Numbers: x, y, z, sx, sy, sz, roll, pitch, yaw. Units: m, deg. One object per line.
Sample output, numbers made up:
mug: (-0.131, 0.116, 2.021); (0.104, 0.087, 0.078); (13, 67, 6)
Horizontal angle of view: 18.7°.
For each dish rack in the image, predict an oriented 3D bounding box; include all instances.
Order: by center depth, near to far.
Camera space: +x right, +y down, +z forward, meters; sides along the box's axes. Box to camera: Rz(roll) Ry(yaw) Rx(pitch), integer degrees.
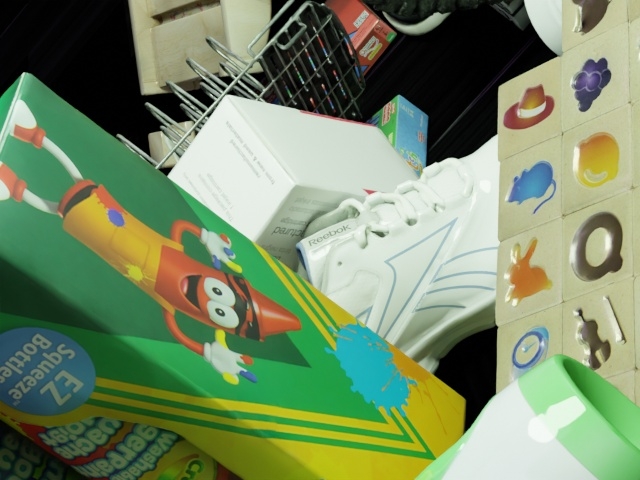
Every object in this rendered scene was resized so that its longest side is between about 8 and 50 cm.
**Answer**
dish rack: (-0.080, -0.062, 1.467); (0.074, 0.208, 0.271); (37, 79, 25)

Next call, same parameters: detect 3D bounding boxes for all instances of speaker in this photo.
speaker: (0.067, 0.204, 1.037); (0.296, 0.131, 0.131); (-49, 24, 12)

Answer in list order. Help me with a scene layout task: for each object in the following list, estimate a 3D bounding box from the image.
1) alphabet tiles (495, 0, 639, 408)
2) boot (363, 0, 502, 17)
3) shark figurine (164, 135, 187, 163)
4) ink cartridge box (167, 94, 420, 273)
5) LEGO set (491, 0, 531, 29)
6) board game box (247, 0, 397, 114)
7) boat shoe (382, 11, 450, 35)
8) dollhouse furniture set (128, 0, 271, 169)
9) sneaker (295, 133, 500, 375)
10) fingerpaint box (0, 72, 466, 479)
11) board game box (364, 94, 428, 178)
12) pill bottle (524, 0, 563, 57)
alphabet tiles: (0.204, -0.038, 1.127); (0.285, 0.011, 0.342); (-25, 53, 46)
boot: (0.154, -0.320, 1.447); (0.348, 0.131, 0.260); (-28, 44, 9)
shark figurine: (-0.148, 0.068, 1.581); (0.278, 0.116, 0.166); (-64, 17, 15)
ink cartridge box: (-0.053, 0.024, 1.400); (0.237, 0.172, 0.100); (-52, 56, 23)
LEGO set: (0.119, -0.253, 1.568); (0.087, 0.093, 0.227); (-48, 56, 1)
board game box: (-0.044, -0.104, 1.791); (0.281, 0.027, 0.145); (-51, 22, 8)
boat shoe: (0.062, -0.297, 1.740); (0.127, 0.113, 0.340); (-43, 26, 24)
dollhouse furniture set: (-0.040, -0.250, 1.753); (0.303, 0.174, 0.355); (-1, 97, 63)
sneaker: (0.063, 0.013, 1.296); (0.297, 0.129, 0.111); (-47, 26, 10)
fingerpaint box: (-0.189, 0.169, 1.260); (0.445, 0.371, 0.163); (-38, 26, 31)
board game box: (0.000, 0.000, 1.551); (0.211, 0.039, 0.160); (-40, 28, 32)
pill bottle: (0.234, -0.193, 1.269); (0.215, 0.117, 0.117); (-26, 36, 47)
